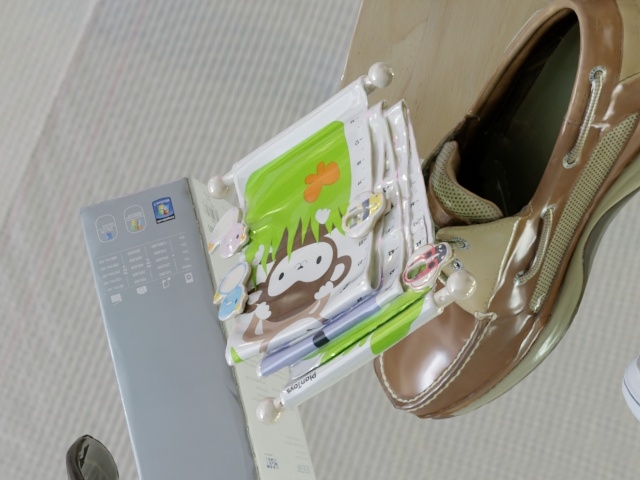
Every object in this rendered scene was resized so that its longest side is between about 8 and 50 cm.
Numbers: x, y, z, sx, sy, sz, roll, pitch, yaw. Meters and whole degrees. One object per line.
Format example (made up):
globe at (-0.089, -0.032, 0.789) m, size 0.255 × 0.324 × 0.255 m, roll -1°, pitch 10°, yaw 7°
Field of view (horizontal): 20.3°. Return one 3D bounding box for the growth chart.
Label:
growth chart at (0.000, 0.000, 1.029) m, size 0.172 × 0.021 × 0.237 m, roll -38°, pitch -144°, yaw 20°

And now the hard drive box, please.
hard drive box at (-0.085, 0.087, 1.320) m, size 0.089 × 0.181 × 0.232 m, roll -17°, pitch -103°, yaw 9°

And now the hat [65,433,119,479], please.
hat at (-0.187, 0.241, 0.818) m, size 0.134 × 0.331 × 0.331 m, roll 12°, pitch -107°, yaw -3°

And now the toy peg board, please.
toy peg board at (0.109, -0.149, 1.424) m, size 0.161 × 0.161 × 0.079 m, roll 18°, pitch -149°, yaw 6°

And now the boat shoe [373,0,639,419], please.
boat shoe at (0.109, -0.027, 1.095) m, size 0.120 × 0.324 × 0.122 m, roll 5°, pitch -143°, yaw -37°

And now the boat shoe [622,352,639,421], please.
boat shoe at (0.259, 0.085, 1.057) m, size 0.083 × 0.226 × 0.075 m, roll -37°, pitch -63°, yaw -23°
